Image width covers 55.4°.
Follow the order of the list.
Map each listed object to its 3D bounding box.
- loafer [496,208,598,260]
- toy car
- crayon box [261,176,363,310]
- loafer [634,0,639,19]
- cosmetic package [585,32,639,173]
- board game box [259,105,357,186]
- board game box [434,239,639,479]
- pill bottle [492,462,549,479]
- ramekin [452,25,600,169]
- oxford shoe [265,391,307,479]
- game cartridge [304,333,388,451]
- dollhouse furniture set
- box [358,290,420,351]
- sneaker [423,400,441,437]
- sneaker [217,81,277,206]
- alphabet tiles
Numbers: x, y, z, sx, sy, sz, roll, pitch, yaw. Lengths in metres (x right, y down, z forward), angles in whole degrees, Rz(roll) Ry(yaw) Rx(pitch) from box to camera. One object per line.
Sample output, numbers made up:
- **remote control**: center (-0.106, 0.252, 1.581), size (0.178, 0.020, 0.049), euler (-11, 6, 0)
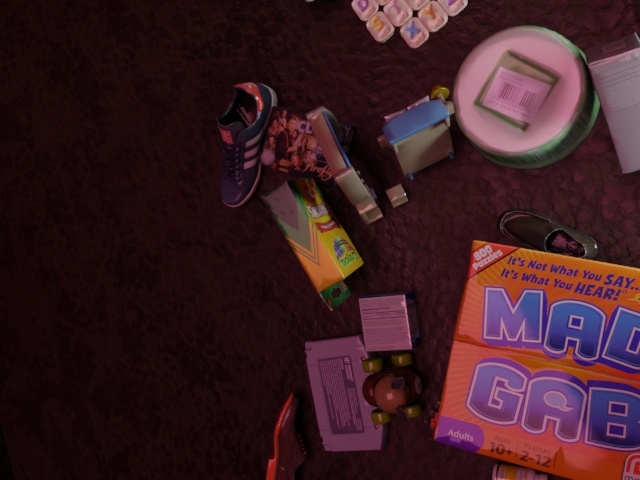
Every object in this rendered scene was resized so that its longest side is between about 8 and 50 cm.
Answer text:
- **loafer**: center (0.492, -0.015, 1.334), size (0.220, 0.078, 0.080), euler (20, 101, 25)
- **toy car**: center (0.183, 0.356, 1.431), size (0.149, 0.188, 0.155), euler (-10, 87, -7)
- **crayon box**: center (0.000, 0.000, 1.503), size (0.081, 0.202, 0.318), euler (-31, 89, 19)
- **loafer**: center (0.711, -0.442, 1.217), size (0.096, 0.084, 0.267), euler (-33, 71, 57)
- **cosmetic package**: center (0.603, -0.267, 1.191), size (0.107, 0.127, 0.238), euler (-14, 113, 27)
- **board game box**: center (-0.037, -0.251, 1.619), size (0.243, 0.042, 0.165), euler (19, 100, 25)
- **board game box**: center (0.438, 0.218, 1.157), size (0.357, 0.356, 0.356), euler (11, 88, 16)
- **pill bottle**: center (0.455, 0.547, 1.385), size (0.116, 0.065, 0.065), euler (0, 92, 28)
- **ramekin**: center (0.433, -0.309, 1.314), size (0.304, 0.148, 0.303), euler (1, 93, 27)
- **oxford shoe**: center (-0.077, 0.544, 1.659), size (0.098, 0.097, 0.271), euler (12, 102, 7)
- **game cartridge**: center (0.073, 0.395, 1.585), size (0.196, 0.060, 0.294), euler (-12, 87, 31)
- **dollhouse furniture set**: center (0.169, -0.235, 1.434), size (0.303, 0.286, 0.198), euler (-26, 62, 9)
- **box**: center (0.172, 0.200, 1.513), size (0.126, 0.072, 0.137), euler (-8, 89, 28)
- **sneaker**: center (0.359, 0.387, 1.409), size (0.135, 0.098, 0.276), euler (48, 110, 20)
- **sneaker**: center (-0.231, -0.262, 1.660), size (0.131, 0.148, 0.349), euler (18, 100, 26)
- **alphabet tiles**: center (0.215, -0.624, 1.487), size (0.284, 0.021, 0.278), euler (-37, 75, 24)
